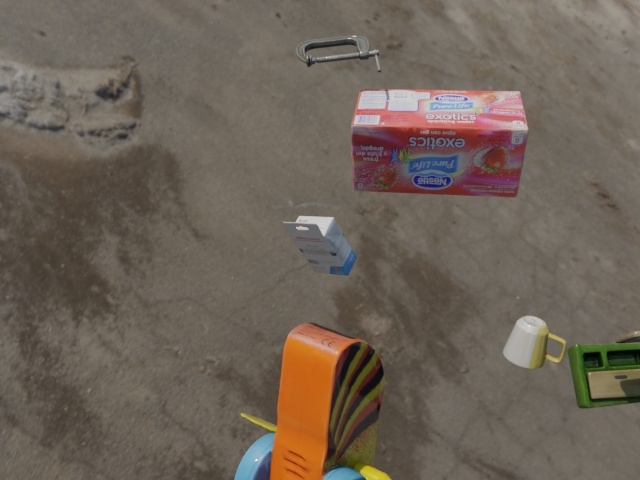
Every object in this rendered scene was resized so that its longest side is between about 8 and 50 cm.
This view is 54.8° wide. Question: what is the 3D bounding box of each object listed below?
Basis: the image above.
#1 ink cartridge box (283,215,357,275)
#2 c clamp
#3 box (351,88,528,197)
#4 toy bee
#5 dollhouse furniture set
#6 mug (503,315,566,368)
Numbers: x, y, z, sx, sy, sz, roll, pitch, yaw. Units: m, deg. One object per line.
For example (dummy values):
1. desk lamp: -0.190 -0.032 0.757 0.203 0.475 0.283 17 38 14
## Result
1. ink cartridge box: 0.000 0.000 0.670 0.028 0.048 0.083 -61 137 -31
2. c clamp: 0.031 -0.348 1.143 0.161 0.022 0.137 -2 45 7
3. box: 0.212 -0.183 1.135 0.300 0.142 0.154 3 40 9
4. toy bee: -0.003 0.218 0.552 0.195 0.298 0.162 39 16 31
5. dollhouse furniture set: 0.483 0.282 0.866 0.151 0.197 0.301 -3 72 -1
6. mug: 0.320 0.149 0.928 0.078 0.064 0.062 4 22 -9
